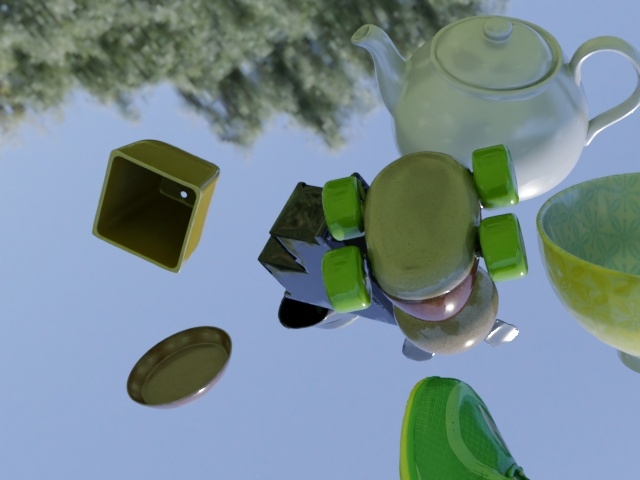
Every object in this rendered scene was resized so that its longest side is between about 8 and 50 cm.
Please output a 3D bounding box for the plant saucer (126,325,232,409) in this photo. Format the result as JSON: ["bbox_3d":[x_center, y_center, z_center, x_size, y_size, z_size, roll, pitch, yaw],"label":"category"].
[{"bbox_3d":[-0.200,0.189,1.834,0.168,0.029,0.168,-19,-150,11],"label":"plant saucer"}]

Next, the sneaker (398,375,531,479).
[{"bbox_3d":[0.153,0.220,0.899,0.123,0.109,0.296,-42,-122,31],"label":"sneaker"}]

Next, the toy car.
[{"bbox_3d":[0.101,0.034,1.053,0.155,0.188,0.149,-11,-133,13],"label":"toy car"}]

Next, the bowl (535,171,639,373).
[{"bbox_3d":[0.366,0.050,1.296,0.289,0.156,0.289,-3,-157,1],"label":"bowl"}]

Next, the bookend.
[{"bbox_3d":[0.000,0.000,1.209,0.157,0.156,0.072,11,-116,43],"label":"bookend"}]

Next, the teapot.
[{"bbox_3d":[0.207,-0.178,1.486,0.256,0.187,0.252,-29,-127,-27],"label":"teapot"}]

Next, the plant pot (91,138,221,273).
[{"bbox_3d":[-0.125,-0.037,1.034,0.083,0.081,0.081,-50,161,-61],"label":"plant pot"}]

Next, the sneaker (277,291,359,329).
[{"bbox_3d":[0.053,0.028,1.414,0.222,0.083,0.118,-47,166,19],"label":"sneaker"}]
